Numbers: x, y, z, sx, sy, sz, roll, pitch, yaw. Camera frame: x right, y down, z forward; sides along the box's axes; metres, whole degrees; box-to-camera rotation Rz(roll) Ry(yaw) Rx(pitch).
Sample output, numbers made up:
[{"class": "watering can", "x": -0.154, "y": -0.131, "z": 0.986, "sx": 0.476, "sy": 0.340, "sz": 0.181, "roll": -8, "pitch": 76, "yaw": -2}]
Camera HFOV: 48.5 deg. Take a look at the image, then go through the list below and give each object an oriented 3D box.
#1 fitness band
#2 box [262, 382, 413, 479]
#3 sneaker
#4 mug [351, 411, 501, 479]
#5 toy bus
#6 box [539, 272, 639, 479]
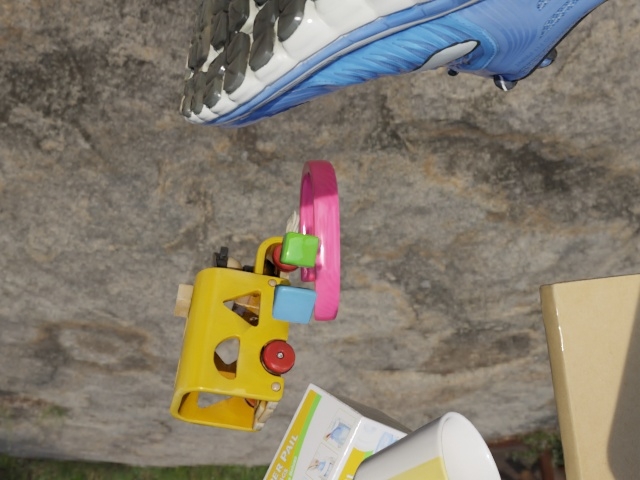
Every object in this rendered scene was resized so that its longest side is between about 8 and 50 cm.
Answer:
[{"class": "fitness band", "x": 0.000, "y": 0.000, "z": 1.283, "sx": 0.054, "sy": 0.290, "sz": 0.209, "roll": -2, "pitch": 178, "yaw": -9}, {"class": "box", "x": 0.010, "y": 0.276, "z": 0.762, "sx": 0.114, "sy": 0.203, "sz": 0.103, "roll": 29, "pitch": 174, "yaw": -33}, {"class": "sneaker", "x": 0.048, "y": -0.119, "z": 0.367, "sx": 0.147, "sy": 0.129, "sz": 0.330, "roll": 22, "pitch": 156, "yaw": -40}, {"class": "mug", "x": 0.046, "y": 0.127, "z": 0.350, "sx": 0.064, "sy": 0.062, "sz": 0.078, "roll": -28, "pitch": 175, "yaw": 26}, {"class": "toy bus", "x": -0.079, "y": 0.068, "z": 0.643, "sx": 0.105, "sy": 0.190, "sz": 0.202, "roll": 11, "pitch": -170, "yaw": -11}, {"class": "box", "x": 0.229, "y": 0.119, "z": 0.467, "sx": 0.165, "sy": 0.201, "sz": 0.021, "roll": -5, "pitch": 175, "yaw": -19}]
